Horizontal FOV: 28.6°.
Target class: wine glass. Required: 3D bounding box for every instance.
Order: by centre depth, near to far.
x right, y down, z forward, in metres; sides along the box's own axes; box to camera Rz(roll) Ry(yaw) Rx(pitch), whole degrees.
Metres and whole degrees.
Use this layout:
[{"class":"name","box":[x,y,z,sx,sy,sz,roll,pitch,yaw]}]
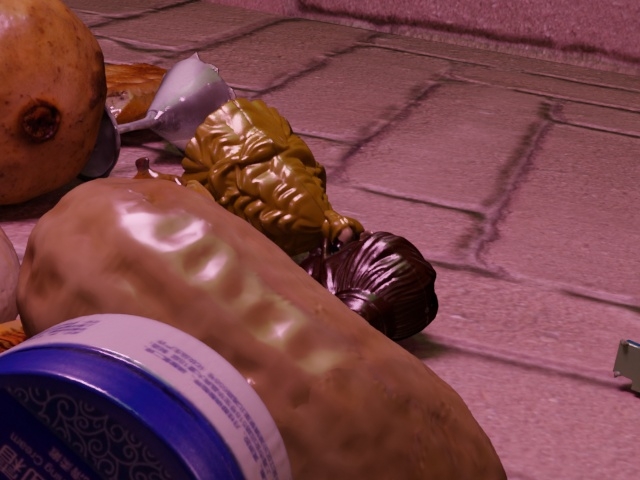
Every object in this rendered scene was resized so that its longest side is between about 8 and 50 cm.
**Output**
[{"class":"wine glass","box":[-0.238,-0.159,1.693,0.156,0.156,0.232,19,24,31]}]

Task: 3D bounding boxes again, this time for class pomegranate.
[{"class":"pomegranate","box":[-0.387,-0.178,1.472,0.281,0.281,0.281,7,18,-2]}]

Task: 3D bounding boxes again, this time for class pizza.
[{"class":"pizza","box":[-0.322,-0.220,1.924,0.226,0.086,0.335,4,16,3]}]

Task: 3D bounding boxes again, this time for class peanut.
[{"class":"peanut","box":[-0.038,0.107,0.828,0.387,0.169,0.192,38,-18,9]}]

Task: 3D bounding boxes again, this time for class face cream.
[{"class":"face cream","box":[-0.120,0.148,0.705,0.206,0.206,0.111,14,20,18]}]

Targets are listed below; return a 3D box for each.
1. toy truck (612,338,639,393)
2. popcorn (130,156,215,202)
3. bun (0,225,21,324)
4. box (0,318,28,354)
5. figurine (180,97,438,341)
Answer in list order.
[{"class":"toy truck","box":[0.343,0.138,1.151,0.175,0.067,0.081,23,25,39]},{"class":"popcorn","box":[-0.171,0.000,1.255,0.148,0.152,0.167,-21,22,1]},{"class":"bun","box":[-0.406,0.008,1.079,0.299,0.165,0.299,5,18,-2]},{"class":"box","box":[-0.204,0.127,0.945,0.174,0.076,0.274,23,23,34]},{"class":"figurine","box":[0.004,-0.001,1.306,0.168,0.187,0.315,-4,29,-43]}]
